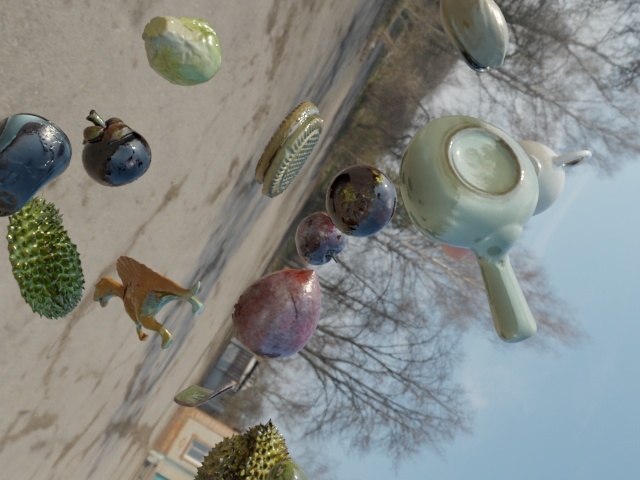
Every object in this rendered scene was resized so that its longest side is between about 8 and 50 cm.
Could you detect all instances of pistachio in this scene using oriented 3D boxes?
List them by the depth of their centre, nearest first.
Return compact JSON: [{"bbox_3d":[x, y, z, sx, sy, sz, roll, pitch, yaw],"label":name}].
[{"bbox_3d":[0.390,-0.543,1.266,0.153,0.238,0.138,-44,-163,-17],"label":"pistachio"}]

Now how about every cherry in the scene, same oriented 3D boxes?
[{"bbox_3d":[-0.092,0.160,1.149,0.249,0.192,0.175,-47,151,12],"label":"cherry"},{"bbox_3d":[-0.006,-0.006,1.812,0.195,0.195,0.195,-59,-179,2],"label":"cherry"}]

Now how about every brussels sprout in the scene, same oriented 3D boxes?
[{"bbox_3d":[-0.508,-0.711,1.851,0.316,0.274,0.242,127,-24,-81],"label":"brussels sprout"}]

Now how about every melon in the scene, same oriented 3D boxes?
[{"bbox_3d":[-0.062,0.534,1.032,0.099,0.099,0.162,-60,139,-59],"label":"melon"}]

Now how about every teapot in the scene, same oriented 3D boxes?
[{"bbox_3d":[0.213,-0.025,0.714,0.149,0.220,0.318,118,-22,-63],"label":"teapot"},{"bbox_3d":[0.374,-0.116,0.900,0.226,0.145,0.092,-18,165,18],"label":"teapot"}]

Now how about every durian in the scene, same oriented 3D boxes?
[{"bbox_3d":[-0.721,0.052,1.290,0.158,0.169,0.355,-16,109,-35],"label":"durian"},{"bbox_3d":[-0.195,0.635,1.324,0.293,0.258,0.258,-40,180,-3],"label":"durian"}]

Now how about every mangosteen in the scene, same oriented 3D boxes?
[{"bbox_3d":[0.118,-0.108,1.324,0.192,0.192,0.217,-58,166,23],"label":"mangosteen"},{"bbox_3d":[-0.654,-0.293,1.555,0.211,0.211,0.249,-60,138,-54],"label":"mangosteen"}]

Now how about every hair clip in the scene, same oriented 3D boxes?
[{"bbox_3d":[-0.196,0.258,0.829,0.137,0.022,0.054,-21,180,44],"label":"hair clip"}]

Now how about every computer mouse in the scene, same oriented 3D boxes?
[{"bbox_3d":[-0.581,-0.133,0.930,0.233,0.137,0.096,-41,-145,4],"label":"computer mouse"}]

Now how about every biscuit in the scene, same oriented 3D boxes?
[{"bbox_3d":[-0.077,-0.226,1.249,0.259,0.079,0.259,-55,178,-3],"label":"biscuit"}]

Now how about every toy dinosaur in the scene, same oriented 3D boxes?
[{"bbox_3d":[-0.224,0.062,0.651,0.212,0.142,0.057,-50,173,37],"label":"toy dinosaur"}]

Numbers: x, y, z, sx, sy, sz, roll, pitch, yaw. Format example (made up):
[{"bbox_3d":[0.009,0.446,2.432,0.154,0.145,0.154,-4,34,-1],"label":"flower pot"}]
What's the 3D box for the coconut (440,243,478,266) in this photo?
[{"bbox_3d":[0.523,-0.056,1.613,0.245,0.233,0.233,-61,179,34],"label":"coconut"}]
